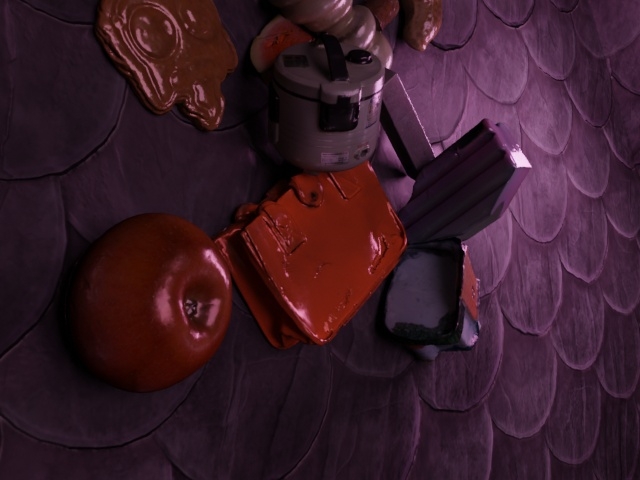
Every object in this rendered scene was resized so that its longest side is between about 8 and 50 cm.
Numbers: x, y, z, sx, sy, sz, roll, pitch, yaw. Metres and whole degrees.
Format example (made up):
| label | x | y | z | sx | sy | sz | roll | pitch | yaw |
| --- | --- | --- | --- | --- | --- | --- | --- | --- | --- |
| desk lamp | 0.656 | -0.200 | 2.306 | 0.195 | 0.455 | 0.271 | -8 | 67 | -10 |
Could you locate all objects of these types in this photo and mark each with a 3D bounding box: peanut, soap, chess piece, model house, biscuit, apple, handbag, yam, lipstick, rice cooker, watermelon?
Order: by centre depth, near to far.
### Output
| label | x | y | z | sx | sy | sz | roll | pitch | yaw |
| --- | --- | --- | --- | --- | --- | --- | --- | --- | --- |
| apple | -0.253 | 0.096 | 1.126 | 0.252 | 0.206 | 0.272 | 50 | 48 | -30 |
| biscuit | -0.275 | -0.374 | 1.322 | 0.269 | 0.051 | 0.376 | -41 | 111 | -42 |
| rice cooker | 0.010 | -0.265 | 1.398 | 0.226 | 0.226 | 0.244 | -37 | 146 | -44 |
| handbag | 0.000 | 0.000 | 1.475 | 0.410 | 0.116 | 0.304 | -44 | 112 | -42 |
| watermelon | -0.076 | -0.360 | 1.492 | 0.145 | 0.137 | 0.193 | -38 | 93 | -12 |
| chess piece | 0.040 | -0.476 | 1.602 | 0.330 | 0.182 | 0.182 | 45 | 52 | -38 |
| lipstick | 0.192 | -0.261 | 1.696 | 0.066 | 0.068 | 0.317 | -43 | 135 | -8 |
| soap | 0.329 | -0.111 | 1.713 | 0.109 | 0.324 | 0.193 | 2 | 55 | -53 |
| model house | 0.292 | 0.173 | 1.726 | 0.291 | 0.184 | 0.253 | 48 | 43 | -46 |
| yam | 0.134 | -0.548 | 1.769 | 0.084 | 0.084 | 0.127 | 55 | 44 | -23 |
| peanut | 0.260 | -0.605 | 1.894 | 0.120 | 0.110 | 0.237 | 32 | 64 | -62 |
